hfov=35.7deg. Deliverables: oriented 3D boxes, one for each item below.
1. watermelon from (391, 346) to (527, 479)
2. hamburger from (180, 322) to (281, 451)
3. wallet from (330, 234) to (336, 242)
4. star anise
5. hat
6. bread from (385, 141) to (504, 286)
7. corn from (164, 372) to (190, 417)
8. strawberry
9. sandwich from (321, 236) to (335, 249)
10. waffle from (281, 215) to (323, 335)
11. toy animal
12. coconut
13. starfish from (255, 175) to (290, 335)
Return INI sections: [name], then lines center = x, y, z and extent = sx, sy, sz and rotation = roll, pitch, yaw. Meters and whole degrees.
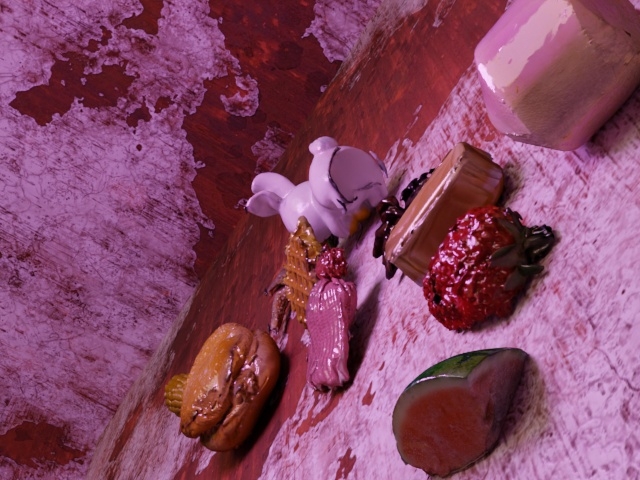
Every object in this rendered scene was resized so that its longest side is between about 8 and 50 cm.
[watermelon]
center = 0.181, 0.202, 1.316
extent = 0.146, 0.128, 0.231
rotation = -47, 0, -41
[hamburger]
center = -0.205, 0.335, 2.286
extent = 0.290, 0.170, 0.314
rotation = -60, 14, 10
[wallet]
center = 0.000, 0.000, 2.554
extent = 0.122, 0.031, 0.232
rotation = -59, 11, 19
[star anise]
center = 0.169, -0.059, 1.899
extent = 0.272, 0.102, 0.272
rotation = -51, 16, 22
[hat]
center = 0.025, 0.152, 1.954
extent = 0.236, 0.107, 0.287
rotation = 159, 115, -69
[bread]
center = 0.212, -0.045, 1.692
extent = 0.241, 0.107, 0.136
rotation = -55, 11, 18
[corn]
center = -0.351, 0.430, 2.739
extent = 0.130, 0.130, 0.347
rotation = -63, 16, -14
[strawberry]
center = 0.221, 0.038, 1.481
extent = 0.286, 0.106, 0.188
rotation = -44, 19, 51
[sandwich]
center = -0.007, 0.037, 2.414
extent = 0.135, 0.067, 0.029
rotation = -45, 23, 34
[waffle]
center = -0.027, 0.084, 2.189
extent = 0.238, 0.058, 0.243
rotation = 103, 150, -48
[toy animal]
center = -0.004, -0.096, 2.263
extent = 0.310, 0.247, 0.183
rotation = -31, 24, 50
[coconut]
center = 0.340, -0.245, 1.433
extent = 0.245, 0.233, 0.233
rotation = -49, 17, 36
[starfish]
center = -0.102, 0.030, 2.605
extent = 0.384, 0.132, 0.398
rotation = -172, 81, -82
